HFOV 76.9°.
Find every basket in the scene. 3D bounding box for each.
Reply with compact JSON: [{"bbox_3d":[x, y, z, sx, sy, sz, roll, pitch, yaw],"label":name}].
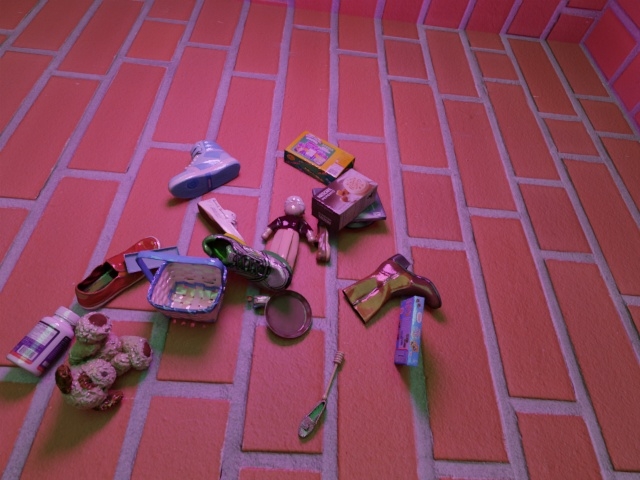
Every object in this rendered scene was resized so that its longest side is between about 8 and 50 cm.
[{"bbox_3d":[-0.429,0.134,1.285,0.254,0.289,0.201,9,57,-1],"label":"basket"}]

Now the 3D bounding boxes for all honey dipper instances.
[{"bbox_3d":[0.040,0.437,1.300,0.030,0.030,0.161,20,57,6],"label":"honey dipper"}]

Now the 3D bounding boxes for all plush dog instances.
[{"bbox_3d":[-0.659,0.367,1.164,0.210,0.262,0.225,-19,43,20],"label":"plush dog"}]

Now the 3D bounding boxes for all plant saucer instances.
[{"bbox_3d":[-0.589,0.066,1.422,0.192,0.018,0.067,-11,79,-45],"label":"plant saucer"},{"bbox_3d":[-0.112,0.253,1.387,0.168,0.029,0.169,9,62,-17],"label":"plant saucer"}]

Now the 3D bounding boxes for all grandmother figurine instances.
[{"bbox_3d":[-0.121,-0.029,1.555,0.207,0.104,0.343,12,57,-4],"label":"grandmother figurine"}]

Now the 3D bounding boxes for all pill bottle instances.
[{"bbox_3d":[-0.832,0.302,1.228,0.108,0.108,0.193,24,56,9],"label":"pill bottle"}]

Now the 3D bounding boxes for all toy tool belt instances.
[{"bbox_3d":[-0.214,0.218,1.403,0.083,0.052,0.051,-4,100,-5],"label":"toy tool belt"}]

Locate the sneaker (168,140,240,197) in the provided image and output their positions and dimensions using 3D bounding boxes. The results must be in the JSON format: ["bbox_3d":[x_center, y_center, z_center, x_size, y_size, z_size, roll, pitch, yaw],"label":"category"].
[{"bbox_3d":[-0.518,-0.305,1.677,0.319,0.127,0.208,-29,66,-35],"label":"sneaker"}]

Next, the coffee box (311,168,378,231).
[{"bbox_3d":[0.094,-0.161,1.577,0.141,0.098,0.246,35,54,24],"label":"coffee box"}]

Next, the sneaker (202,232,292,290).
[{"bbox_3d":[-0.256,0.081,1.376,0.343,0.146,0.134,23,96,12],"label":"sneaker"}]

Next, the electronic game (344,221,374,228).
[{"bbox_3d":[0.131,-0.134,1.689,0.229,0.048,0.229,3,48,-3],"label":"electronic game"}]

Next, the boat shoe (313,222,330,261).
[{"bbox_3d":[0.000,0.001,1.570,0.060,0.064,0.178,-1,59,-10],"label":"boat shoe"}]

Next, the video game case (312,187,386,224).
[{"bbox_3d":[0.114,-0.150,1.653,0.274,0.026,0.196,-4,48,-9],"label":"video game case"}]

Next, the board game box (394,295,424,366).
[{"bbox_3d":[0.287,0.297,1.312,0.039,0.160,0.212,10,75,-2],"label":"board game box"}]

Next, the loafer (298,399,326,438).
[{"bbox_3d":[-0.025,0.535,1.217,0.045,0.039,0.125,34,58,14],"label":"loafer"}]

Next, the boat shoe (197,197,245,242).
[{"bbox_3d":[-0.364,-0.076,1.553,0.096,0.098,0.277,-34,65,-25],"label":"boat shoe"}]

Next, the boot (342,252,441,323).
[{"bbox_3d":[0.260,0.205,1.451,0.280,0.096,0.264,-33,72,-22],"label":"boot"}]

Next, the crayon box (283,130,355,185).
[{"bbox_3d":[-0.005,-0.365,1.808,0.278,0.081,0.165,31,57,14],"label":"crayon box"}]

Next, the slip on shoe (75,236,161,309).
[{"bbox_3d":[-0.690,0.098,1.391,0.123,0.101,0.331,33,57,17],"label":"slip on shoe"}]
